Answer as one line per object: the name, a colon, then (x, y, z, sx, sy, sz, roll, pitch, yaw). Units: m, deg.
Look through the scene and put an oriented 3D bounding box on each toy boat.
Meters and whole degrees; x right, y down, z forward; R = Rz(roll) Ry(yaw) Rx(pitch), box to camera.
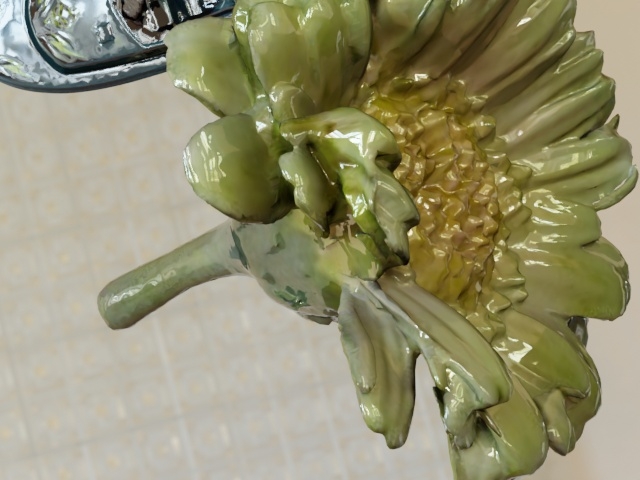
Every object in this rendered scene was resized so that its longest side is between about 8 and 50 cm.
toy boat: (-0.081, -0.141, 0.977, 0.246, 0.093, 0.103, -18, -3, 9)

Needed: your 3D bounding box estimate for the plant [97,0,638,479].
plant: (0.038, -0.030, 0.880, 0.261, 0.306, 0.297, -48, 25, -16)
